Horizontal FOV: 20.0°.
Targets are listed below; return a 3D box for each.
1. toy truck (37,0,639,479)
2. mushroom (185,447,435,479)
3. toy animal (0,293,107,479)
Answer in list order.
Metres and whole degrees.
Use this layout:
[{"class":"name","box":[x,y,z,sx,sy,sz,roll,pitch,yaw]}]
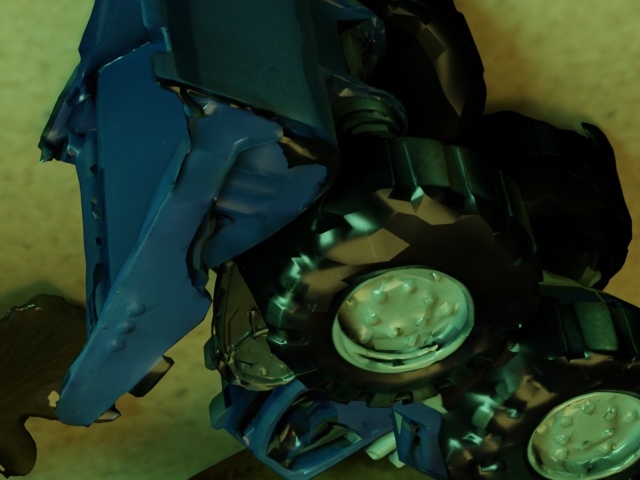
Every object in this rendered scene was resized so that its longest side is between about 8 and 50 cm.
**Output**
[{"class":"toy truck","box":[0.000,0.000,0.495,0.126,0.113,0.208,-36,128,21]},{"class":"mushroom","box":[0.001,0.205,0.596,0.278,0.163,0.297,27,91,-8]},{"class":"toy animal","box":[-0.129,0.048,0.478,0.186,0.093,0.214,-1,167,-8]}]
